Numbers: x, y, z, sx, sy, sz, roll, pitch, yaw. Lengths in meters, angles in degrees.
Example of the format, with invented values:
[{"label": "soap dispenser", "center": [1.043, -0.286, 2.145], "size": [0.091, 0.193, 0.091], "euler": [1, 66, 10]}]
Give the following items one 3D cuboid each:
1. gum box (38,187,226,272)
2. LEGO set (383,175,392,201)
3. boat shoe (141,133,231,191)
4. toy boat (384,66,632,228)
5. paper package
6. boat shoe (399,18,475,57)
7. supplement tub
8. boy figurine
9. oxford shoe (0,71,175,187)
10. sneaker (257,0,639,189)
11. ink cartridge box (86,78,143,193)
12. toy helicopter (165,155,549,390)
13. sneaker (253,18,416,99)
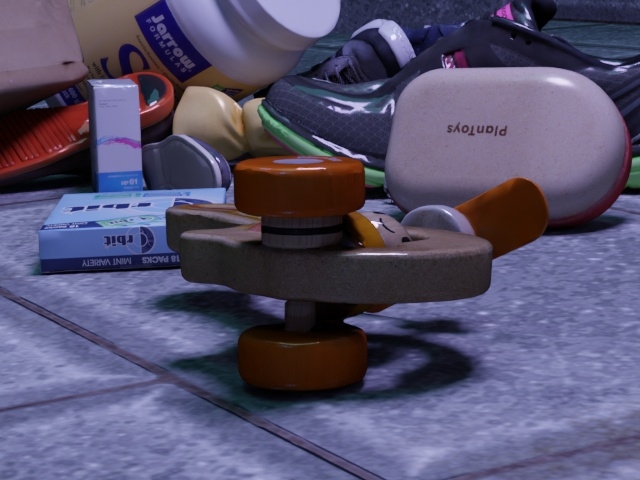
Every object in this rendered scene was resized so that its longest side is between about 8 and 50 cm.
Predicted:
[{"label": "gum box", "center": [-0.164, -0.012, 1.546], "size": [0.157, 0.041, 0.184], "euler": [-2, 12, -1]}, {"label": "LEGO set", "center": [0.093, -0.043, 1.725], "size": [0.054, 0.023, 0.083], "euler": [-9, 26, -23]}, {"label": "boat shoe", "center": [-0.129, -0.079, 1.808], "size": [0.065, 0.075, 0.206], "euler": [-11, 9, -24]}, {"label": "toy boat", "center": [0.184, -0.075, 1.629], "size": [0.231, 0.151, 0.151], "euler": [3, -17, 28]}, {"label": "paper package", "center": [-0.479, -0.184, 1.896], "size": [0.324, 0.168, 0.309], "euler": [-21, 0, 28]}, {"label": "boat shoe", "center": [0.203, -0.181, 2.037], "size": [0.127, 0.158, 0.340], "euler": [-11, 14, -39]}, {"label": "supplement tub", "center": [-0.165, -0.266, 2.085], "size": [0.331, 0.241, 0.241], "euler": [-26, -4, 34]}, {"label": "boy figurine", "center": [-0.027, -0.135, 1.991], "size": [0.285, 0.092, 0.177], "euler": [-1, -11, 3]}, {"label": "oxford shoe", "center": [-0.288, -0.099, 1.965], "size": [0.271, 0.098, 0.097], "euler": [-20, 48, -15]}, {"label": "sneaker", "center": [0.174, -0.158, 1.808], "size": [0.482, 0.202, 0.185], "euler": [-1, 10, 7]}, {"label": "ink cartridge box", "center": [-0.224, -0.113, 1.871], "size": [0.052, 0.122, 0.088], "euler": [-5, 11, -12]}, {"label": "toy helicopter", "center": [0.000, 0.000, 1.219], "size": [0.235, 0.140, 0.355], "euler": [-6, 9, -27]}, {"label": "sneaker", "center": [0.012, -0.178, 2.092], "size": [0.153, 0.101, 0.268], "euler": [-30, 2, -23]}]
